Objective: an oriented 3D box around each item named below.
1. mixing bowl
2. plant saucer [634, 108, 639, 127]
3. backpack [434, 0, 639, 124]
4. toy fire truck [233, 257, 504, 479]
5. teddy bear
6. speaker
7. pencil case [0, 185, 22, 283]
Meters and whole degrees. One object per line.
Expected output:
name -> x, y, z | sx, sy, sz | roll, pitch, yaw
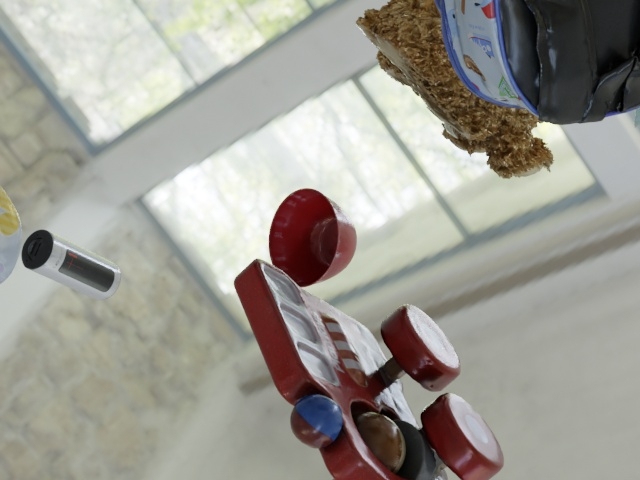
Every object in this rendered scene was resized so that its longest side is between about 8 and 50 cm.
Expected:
mixing bowl -> 0.000, 0.000, 2.564 | 0.181, 0.182, 0.098 | -24, 158, 39
plant saucer -> 0.468, -0.243, 1.892 | 0.037, 0.195, 0.195 | 15, -143, 15
backpack -> 0.210, -0.237, 1.206 | 0.276, 0.264, 0.213 | -10, -168, -18
toy fire truck -> 0.034, 0.173, 1.437 | 0.169, 0.254, 0.302 | -40, -133, 18
teddy bear -> 0.181, -0.199, 1.746 | 0.113, 0.338, 0.245 | -49, -151, -5
speaker -> -0.319, 0.032, 1.796 | 0.055, 0.136, 0.055 | -13, -116, 28
pencil case -> -0.384, 0.017, 1.243 | 0.124, 0.113, 0.273 | -58, 166, 26
